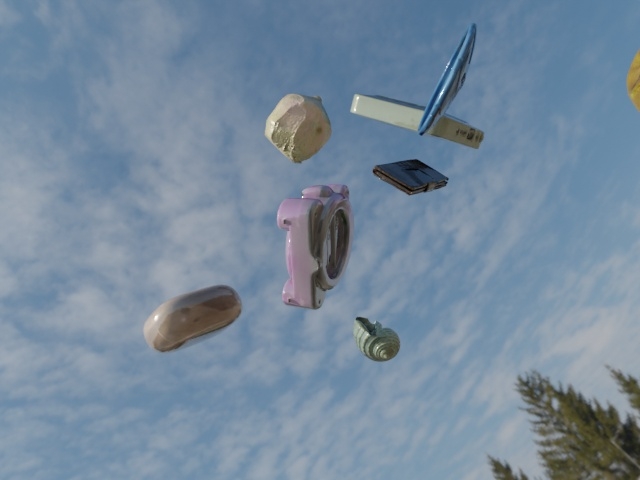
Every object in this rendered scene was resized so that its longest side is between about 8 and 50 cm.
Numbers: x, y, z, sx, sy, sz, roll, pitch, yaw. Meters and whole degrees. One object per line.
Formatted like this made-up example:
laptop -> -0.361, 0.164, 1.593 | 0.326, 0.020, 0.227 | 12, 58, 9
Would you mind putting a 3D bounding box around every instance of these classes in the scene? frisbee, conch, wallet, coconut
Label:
frisbee -> 0.271, -0.325, 1.106 | 0.242, 0.045, 0.242 | 25, -90, -88
conch -> 0.149, 0.280, 1.500 | 0.135, 0.153, 0.102 | 29, -94, -29
wallet -> 0.235, -0.166, 1.369 | 0.230, 0.124, 0.042 | -16, -45, -55
coconut -> -0.058, -0.331, 1.523 | 0.194, 0.194, 0.195 | -22, -44, -23

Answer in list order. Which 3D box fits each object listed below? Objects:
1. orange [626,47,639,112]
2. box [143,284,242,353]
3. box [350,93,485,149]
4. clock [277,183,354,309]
orange -> 0.881, -0.405, 1.279 | 0.279, 0.235, 0.279 | 23, -90, -79
box -> -0.245, 0.151, 1.042 | 0.146, 0.088, 0.200 | -39, -14, 35
box -> 0.338, -0.411, 1.829 | 0.367, 0.372, 0.091 | -3, -68, -52
clock -> 0.000, 0.000, 1.091 | 0.248, 0.090, 0.228 | -45, -43, -60
